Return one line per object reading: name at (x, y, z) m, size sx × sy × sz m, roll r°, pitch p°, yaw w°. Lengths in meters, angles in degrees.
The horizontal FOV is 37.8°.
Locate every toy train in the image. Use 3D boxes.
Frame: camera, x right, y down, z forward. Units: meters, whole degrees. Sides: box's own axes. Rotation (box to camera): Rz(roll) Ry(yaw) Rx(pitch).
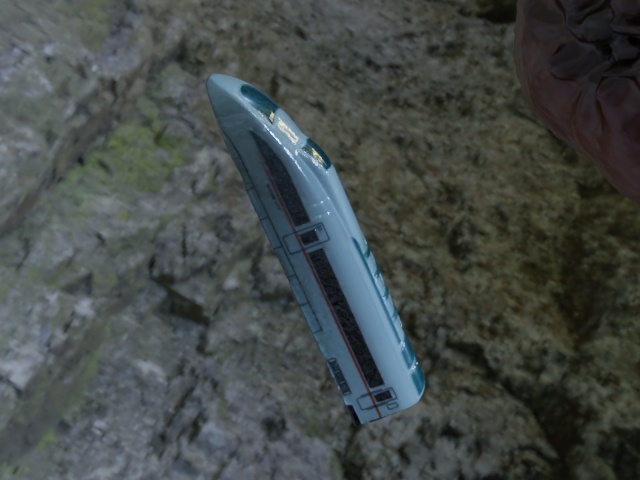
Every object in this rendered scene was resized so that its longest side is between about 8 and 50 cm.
toy train at (0.000, 0.000, 0.992) m, size 0.088 × 0.407 × 0.086 m, roll -19°, pitch -163°, yaw 17°

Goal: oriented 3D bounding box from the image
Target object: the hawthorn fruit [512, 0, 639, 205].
hawthorn fruit at (0.284, -0.175, 0.579) m, size 0.330 × 0.287 × 0.287 m, roll -26°, pitch 168°, yaw -23°
